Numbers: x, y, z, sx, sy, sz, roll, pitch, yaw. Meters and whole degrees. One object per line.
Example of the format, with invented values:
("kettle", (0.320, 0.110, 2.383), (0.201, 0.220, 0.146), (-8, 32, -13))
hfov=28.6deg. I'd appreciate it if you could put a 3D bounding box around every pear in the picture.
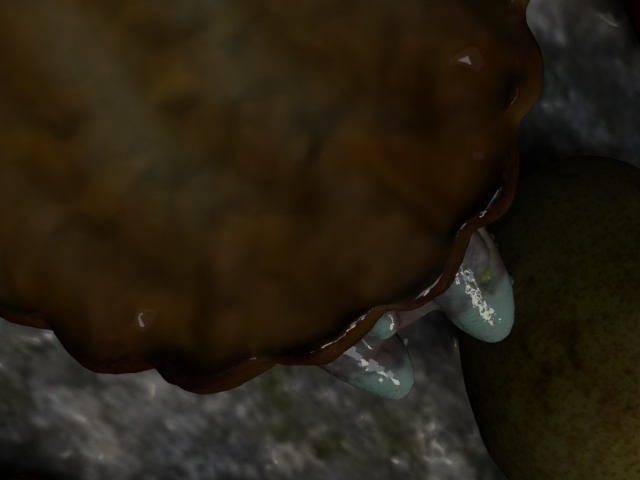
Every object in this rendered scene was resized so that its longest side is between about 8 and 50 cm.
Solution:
("pear", (0.187, 0.069, 0.794), (0.188, 0.228, 0.211), (-8, 128, -59))

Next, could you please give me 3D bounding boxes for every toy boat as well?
("toy boat", (0.000, 0.000, 0.715), (0.155, 0.085, 0.227), (-34, 105, 35))

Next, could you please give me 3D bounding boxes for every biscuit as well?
("biscuit", (-0.049, -0.088, 0.617), (0.326, 0.325, 0.107), (-43, 165, 2))

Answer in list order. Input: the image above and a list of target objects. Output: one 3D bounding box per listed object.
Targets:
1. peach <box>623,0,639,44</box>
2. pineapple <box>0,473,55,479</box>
("peach", (0.285, -0.161, 0.732), (0.244, 0.199, 0.243), (-4, 117, -8))
("pineapple", (-0.148, 0.257, 0.665), (0.166, 0.364, 0.165), (-6, 109, -18))
